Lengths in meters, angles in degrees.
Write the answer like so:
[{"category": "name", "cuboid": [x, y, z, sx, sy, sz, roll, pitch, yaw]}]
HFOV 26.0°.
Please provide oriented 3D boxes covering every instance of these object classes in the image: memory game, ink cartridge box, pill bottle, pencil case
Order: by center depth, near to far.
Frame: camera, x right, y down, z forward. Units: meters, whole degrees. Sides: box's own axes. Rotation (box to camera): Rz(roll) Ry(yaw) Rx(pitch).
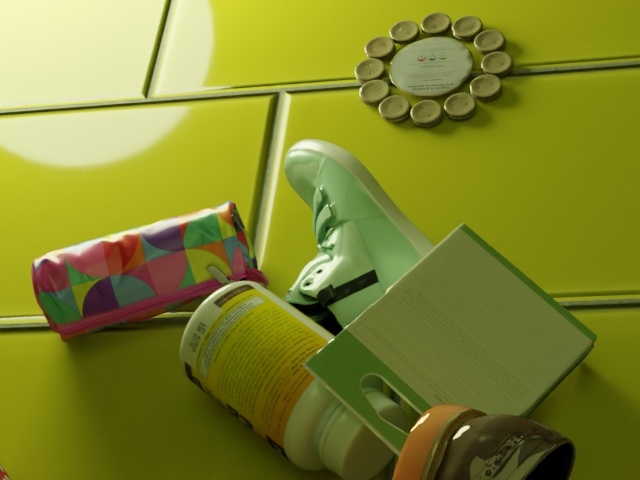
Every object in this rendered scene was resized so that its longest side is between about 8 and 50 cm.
[{"category": "ink cartridge box", "cuboid": [0.116, 0.110, 1.257, 0.171, 0.056, 0.235, 42, 59, 15]}, {"category": "pill bottle", "cuboid": [-0.024, 0.134, 1.291, 0.117, 0.117, 0.215, -42, 52, -20]}, {"category": "pencil case", "cuboid": [-0.177, 0.033, 1.433, 0.236, 0.104, 0.104, -16, 48, 3]}, {"category": "memory game", "cuboid": [0.130, -0.199, 1.603, 0.186, 0.012, 0.186, -7, 49, 8]}]

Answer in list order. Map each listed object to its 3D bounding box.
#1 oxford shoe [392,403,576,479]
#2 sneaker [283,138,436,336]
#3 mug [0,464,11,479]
[{"category": "oxford shoe", "cuboid": [0.104, 0.305, 1.037, 0.133, 0.130, 0.363, 1, 75, 43]}, {"category": "sneaker", "cuboid": [0.000, 0.000, 1.409, 0.151, 0.094, 0.256, -30, 52, -19]}, {"category": "mug", "cuboid": [-0.315, 0.287, 1.263, 0.169, 0.113, 0.150, 41, 106, 32]}]
